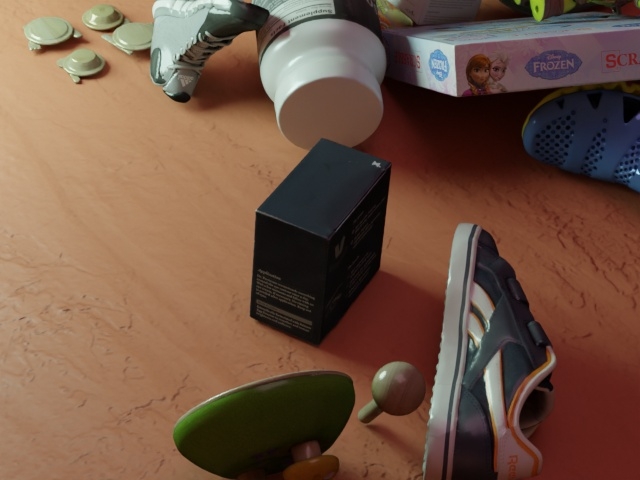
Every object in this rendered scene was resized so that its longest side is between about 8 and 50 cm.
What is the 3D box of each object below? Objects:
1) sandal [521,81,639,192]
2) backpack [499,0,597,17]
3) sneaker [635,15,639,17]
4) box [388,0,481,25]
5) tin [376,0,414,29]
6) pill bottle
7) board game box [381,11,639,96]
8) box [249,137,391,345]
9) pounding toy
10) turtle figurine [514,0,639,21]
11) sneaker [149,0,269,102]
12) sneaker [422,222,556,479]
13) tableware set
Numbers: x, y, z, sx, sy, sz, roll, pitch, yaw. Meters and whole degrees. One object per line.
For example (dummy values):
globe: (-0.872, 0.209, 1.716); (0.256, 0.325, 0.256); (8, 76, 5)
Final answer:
sandal: (0.403, -0.105, 2.042); (0.317, 0.126, 0.138); (8, 45, 5)
backpack: (0.307, -0.425, 2.340); (0.253, 0.191, 0.225); (-18, 43, -35)
sneaker: (0.568, -0.269, 2.225); (0.330, 0.147, 0.130); (7, 41, 3)
box: (0.155, -0.349, 2.266); (0.101, 0.087, 0.102); (-3, 35, -37)
tin: (0.064, -0.314, 2.305); (0.106, 0.040, 0.190); (-9, 43, -10)
pill bottle: (-0.001, -0.255, 2.123); (0.162, 0.162, 0.278); (-1, 49, -8)
board game box: (0.265, -0.238, 2.106); (0.318, 0.066, 0.318); (-7, 12, -13)
box: (0.000, 0.000, 1.840); (0.093, 0.158, 0.156); (22, 43, 18)
pounding toy: (-0.017, 0.206, 1.622); (0.237, 0.183, 0.110); (-9, 68, -21)
turtle figurine: (0.358, -0.340, 2.150); (0.217, 0.087, 0.269); (-11, 43, -12)
sneaker: (-0.146, -0.236, 2.108); (0.086, 0.132, 0.228); (14, -3, -33)
sneaker: (0.182, 0.121, 1.751); (0.127, 0.126, 0.321); (5, 51, 6)
tableware set: (-0.302, -0.270, 2.223); (0.168, 0.020, 0.141); (-24, 47, -28)
